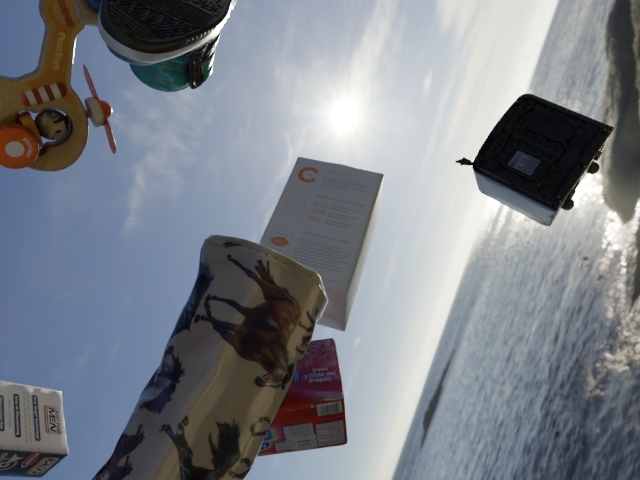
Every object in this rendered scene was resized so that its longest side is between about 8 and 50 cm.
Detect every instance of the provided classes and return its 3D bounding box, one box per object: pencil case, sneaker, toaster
[{"bbox_3d":[-0.144,0.197,0.620,0.160,0.183,0.410,32,-100,-35],"label":"pencil case"},{"bbox_3d":[-0.190,-0.246,0.647,0.178,0.124,0.295,-48,16,41],"label":"sneaker"},{"bbox_3d":[0.355,-0.136,0.892,0.168,0.186,0.110,-54,-27,-5],"label":"toaster"}]

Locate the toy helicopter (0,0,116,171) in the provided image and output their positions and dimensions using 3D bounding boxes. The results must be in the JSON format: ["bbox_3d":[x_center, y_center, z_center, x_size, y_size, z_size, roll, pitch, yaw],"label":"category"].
[{"bbox_3d":[-0.505,-0.302,1.047,0.235,0.140,0.355,4,-64,-39],"label":"toy helicopter"}]

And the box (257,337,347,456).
[{"bbox_3d":[-0.092,0.253,0.846,0.122,0.257,0.128,-99,2,-51],"label":"box"}]

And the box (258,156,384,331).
[{"bbox_3d":[0.000,0.000,1.227,0.168,0.215,0.345,89,-162,-53],"label":"box"}]

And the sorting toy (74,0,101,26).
[{"bbox_3d":[-0.294,-0.381,0.807,0.275,0.132,0.046,-8,-18,-45],"label":"sorting toy"}]

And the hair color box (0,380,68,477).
[{"bbox_3d":[-0.719,0.385,1.117,0.105,0.174,0.347,-41,-40,13],"label":"hair color box"}]
